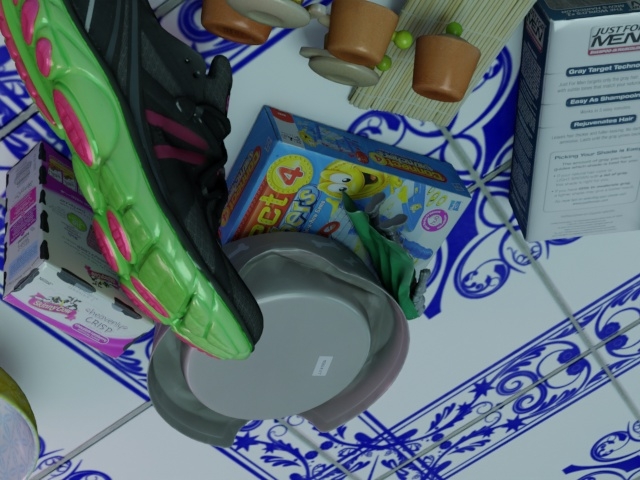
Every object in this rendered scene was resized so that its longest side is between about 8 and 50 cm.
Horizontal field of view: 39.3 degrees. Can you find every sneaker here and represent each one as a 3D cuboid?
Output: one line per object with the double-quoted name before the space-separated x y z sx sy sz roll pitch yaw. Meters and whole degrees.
"sneaker" -0.156 -0.094 0.941 0.202 0.185 0.483 -28 103 -28

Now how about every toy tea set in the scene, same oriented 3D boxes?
"toy tea set" 0.024 -0.254 0.977 0.336 0.200 0.124 16 87 -34

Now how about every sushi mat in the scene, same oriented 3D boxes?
"sushi mat" 0.162 -0.255 1.071 0.151 0.019 0.316 6 142 -24

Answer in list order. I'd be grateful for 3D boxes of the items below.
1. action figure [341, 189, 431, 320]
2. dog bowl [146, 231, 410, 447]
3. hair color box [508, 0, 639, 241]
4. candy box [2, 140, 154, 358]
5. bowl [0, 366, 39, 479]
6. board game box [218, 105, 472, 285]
"action figure" 0.103 0.036 1.182 0.063 0.137 0.232 -32 141 -8
"dog bowl" -0.061 0.134 1.200 0.349 0.102 0.349 -9 133 -10
"hair color box" 0.358 -0.167 1.195 0.174 0.105 0.347 -6 131 -2
"candy box" -0.286 0.008 1.050 0.071 0.233 0.159 -40 129 15
"bowl" -0.527 0.231 1.204 0.289 0.156 0.289 -9 131 -11
"board game box" 0.000 0.000 1.238 0.302 0.086 0.308 13 123 -28
